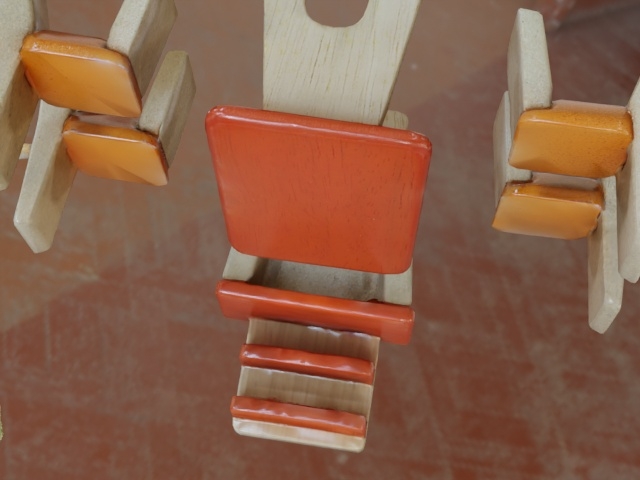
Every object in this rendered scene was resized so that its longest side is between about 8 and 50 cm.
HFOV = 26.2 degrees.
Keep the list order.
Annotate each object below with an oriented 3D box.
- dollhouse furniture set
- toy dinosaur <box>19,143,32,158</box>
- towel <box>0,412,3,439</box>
[{"bbox_3d":[0.000,0.000,0.604,0.262,0.259,0.135,8,71,4],"label":"dollhouse furniture set"},{"bbox_3d":[-0.254,-0.086,0.850,0.211,0.112,0.064,43,18,6],"label":"toy dinosaur"},{"bbox_3d":[-0.406,0.191,1.580,0.027,0.148,0.110,-1,77,-38],"label":"towel"}]
